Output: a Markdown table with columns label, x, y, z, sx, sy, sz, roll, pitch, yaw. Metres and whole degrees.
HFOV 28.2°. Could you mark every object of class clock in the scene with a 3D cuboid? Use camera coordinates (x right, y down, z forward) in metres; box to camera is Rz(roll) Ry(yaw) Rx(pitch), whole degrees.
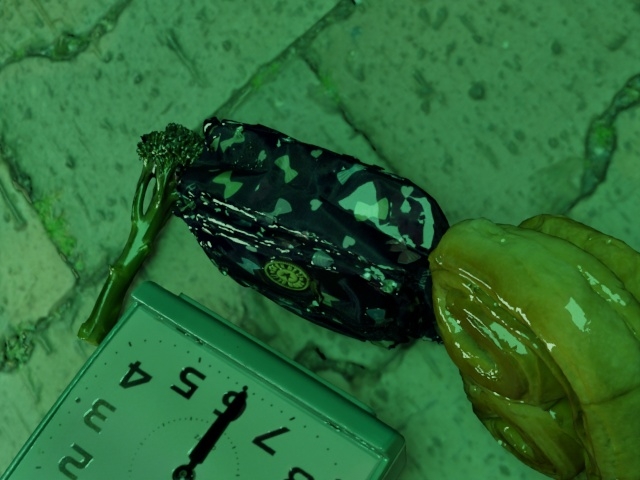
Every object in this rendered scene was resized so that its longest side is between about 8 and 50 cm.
| label | x | y | z | sx | sy | sz | roll | pitch | yaw |
| --- | --- | --- | --- | --- | --- | --- | --- | --- | --- |
| clock | -0.093 | 0.193 | 1.015 | 0.262 | 0.116 | 0.231 | 28 | 73 | 25 |

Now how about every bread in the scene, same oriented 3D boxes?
| label | x | y | z | sx | sy | sz | roll | pitch | yaw |
| --- | --- | --- | --- | --- | --- | --- | --- | --- | --- |
| bread | 0.175 | 0.081 | 0.912 | 0.120 | 0.236 | 0.198 | -41 | 43 | -19 |

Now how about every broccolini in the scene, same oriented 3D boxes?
| label | x | y | z | sx | sy | sz | roll | pitch | yaw |
| --- | --- | --- | --- | --- | --- | --- | --- | --- | --- |
| broccolini | -0.169 | -0.006 | 1.148 | 0.067 | 0.058 | 0.216 | 29 | 89 | 21 |

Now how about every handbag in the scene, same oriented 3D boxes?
| label | x | y | z | sx | sy | sz | roll | pitch | yaw |
| --- | --- | --- | --- | --- | --- | --- | --- | --- | --- |
| handbag | 0.000 | 0.000 | 1.035 | 0.260 | 0.162 | 0.113 | 21 | 71 | 23 |
